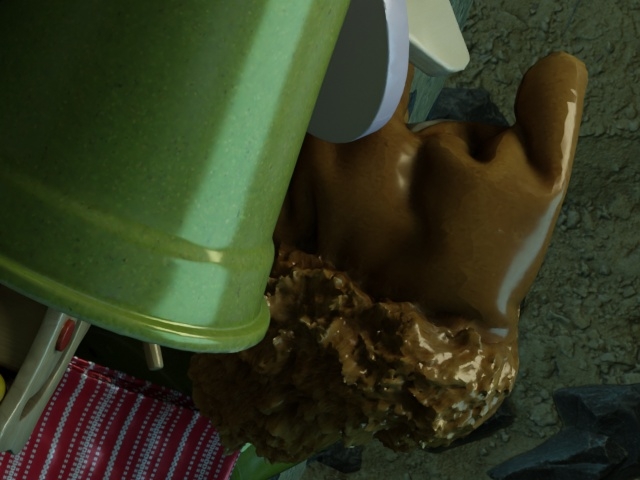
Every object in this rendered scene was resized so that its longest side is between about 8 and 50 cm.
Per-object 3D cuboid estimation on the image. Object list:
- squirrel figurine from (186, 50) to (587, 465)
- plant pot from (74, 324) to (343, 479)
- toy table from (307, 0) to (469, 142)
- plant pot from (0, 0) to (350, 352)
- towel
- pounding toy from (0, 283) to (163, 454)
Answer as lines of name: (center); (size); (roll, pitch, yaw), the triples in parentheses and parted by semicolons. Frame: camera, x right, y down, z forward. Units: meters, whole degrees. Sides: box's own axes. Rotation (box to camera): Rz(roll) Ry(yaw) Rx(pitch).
squirrel figurine: (0.000, 0.000, 1.475); (0.281, 0.371, 0.396); (123, -20, -72)
plant pot: (-0.057, 0.086, 1.738); (0.353, 0.366, 0.366); (-42, 160, -29)
toy table: (0.026, -0.233, 1.336); (0.161, 0.252, 0.274); (-28, 113, -43)
plant pot: (-0.105, -0.107, 1.045); (0.253, 0.276, 0.276); (-63, 172, 12)
towel: (-0.211, 0.214, 1.497); (0.031, 0.275, 0.198); (25, -88, 62)
pounding toy: (-0.205, 0.060, 1.352); (0.154, 0.155, 0.269); (103, 11, -62)
